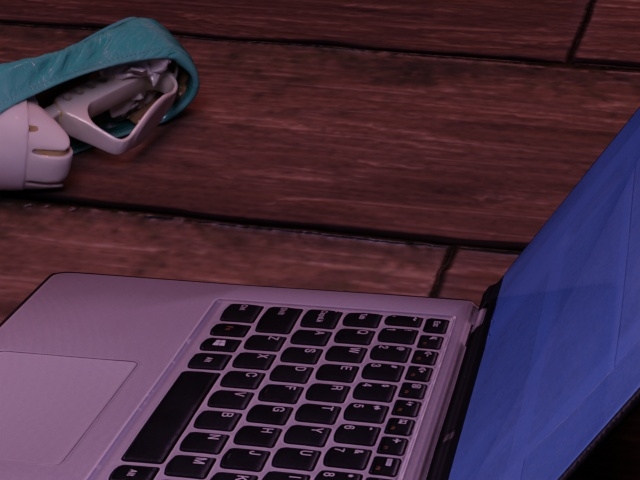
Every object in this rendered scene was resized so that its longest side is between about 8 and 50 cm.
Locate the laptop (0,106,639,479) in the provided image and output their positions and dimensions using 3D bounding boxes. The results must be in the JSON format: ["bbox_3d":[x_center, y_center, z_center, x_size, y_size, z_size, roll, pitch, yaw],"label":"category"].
[{"bbox_3d":[0.000,0.000,0.707,0.407,0.236,0.382,4,20,11],"label":"laptop"}]

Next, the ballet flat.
[{"bbox_3d":[-0.175,-0.082,1.082,0.087,0.083,0.247,35,46,27],"label":"ballet flat"}]
